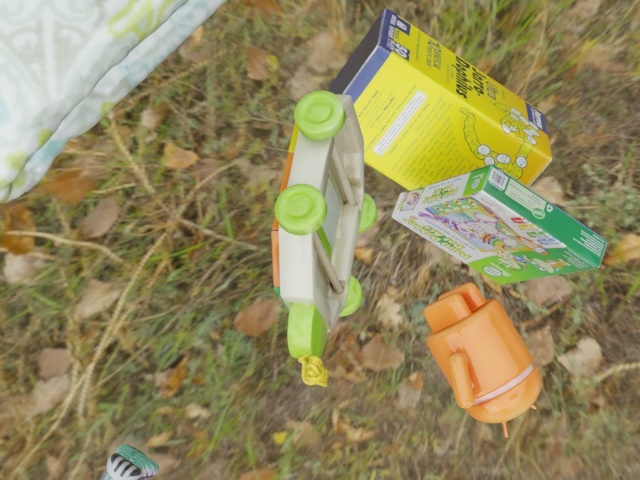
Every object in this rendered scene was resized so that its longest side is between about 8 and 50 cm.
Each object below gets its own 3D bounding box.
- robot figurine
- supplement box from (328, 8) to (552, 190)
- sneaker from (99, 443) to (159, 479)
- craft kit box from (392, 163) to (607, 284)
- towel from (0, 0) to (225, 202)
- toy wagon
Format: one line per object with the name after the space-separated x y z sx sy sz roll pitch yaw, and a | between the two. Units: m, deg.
0.238 0.174 1.507 0.128 0.158 0.219 -31 90 4 | robot figurine
0.201 -0.207 1.802 0.356 0.194 0.195 31 120 -12 | supplement box
-0.363 0.432 1.861 0.083 0.223 0.098 34 86 9 | sneaker
0.282 -0.019 1.650 0.250 0.246 0.061 30 71 -21 | craft kit box
-0.195 -0.254 0.676 0.320 0.090 0.374 39 72 8 | towel
0.000 0.000 1.213 0.068 0.267 0.344 5 66 15 | toy wagon
